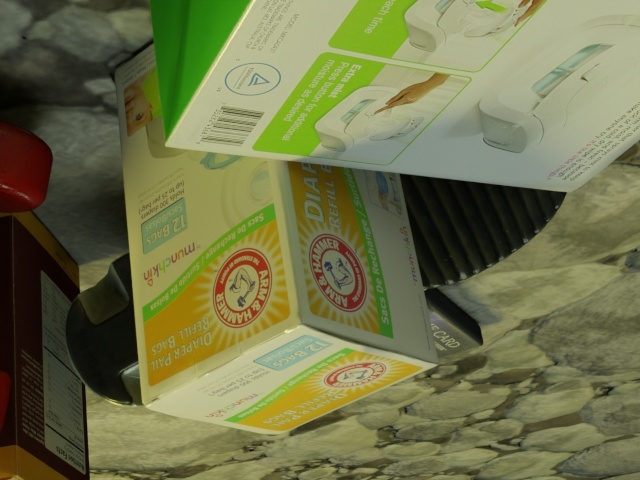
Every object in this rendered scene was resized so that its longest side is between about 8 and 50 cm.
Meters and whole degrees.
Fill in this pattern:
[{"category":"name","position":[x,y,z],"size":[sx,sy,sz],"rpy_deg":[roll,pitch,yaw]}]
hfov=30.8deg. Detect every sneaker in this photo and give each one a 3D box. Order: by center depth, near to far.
[{"category":"sneaker","position":[0.000,0.000,0.770],"size":[0.330,0.122,0.146],"rpy_deg":[-22,177,6]}]

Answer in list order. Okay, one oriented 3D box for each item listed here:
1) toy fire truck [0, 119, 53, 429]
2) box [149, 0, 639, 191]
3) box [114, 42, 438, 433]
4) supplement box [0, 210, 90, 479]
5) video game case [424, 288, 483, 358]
[{"category":"toy fire truck","position":[-0.290,-0.002,0.580],"size":[0.254,0.169,0.302],"rpy_deg":[7,171,5]},{"category":"box","position":[0.078,-0.139,0.483],"size":[0.231,0.126,0.262],"rpy_deg":[4,151,-25]},{"category":"box","position":[-0.028,-0.015,0.609],"size":[0.114,0.203,0.103],"rpy_deg":[-28,148,33]},{"category":"supplement box","position":[-0.267,0.097,0.769],"size":[0.191,0.194,0.129],"rpy_deg":[-11,153,5]},{"category":"video game case","position":[-0.014,0.098,1.042],"size":[0.274,0.026,0.196],"rpy_deg":[-21,151,20]}]
